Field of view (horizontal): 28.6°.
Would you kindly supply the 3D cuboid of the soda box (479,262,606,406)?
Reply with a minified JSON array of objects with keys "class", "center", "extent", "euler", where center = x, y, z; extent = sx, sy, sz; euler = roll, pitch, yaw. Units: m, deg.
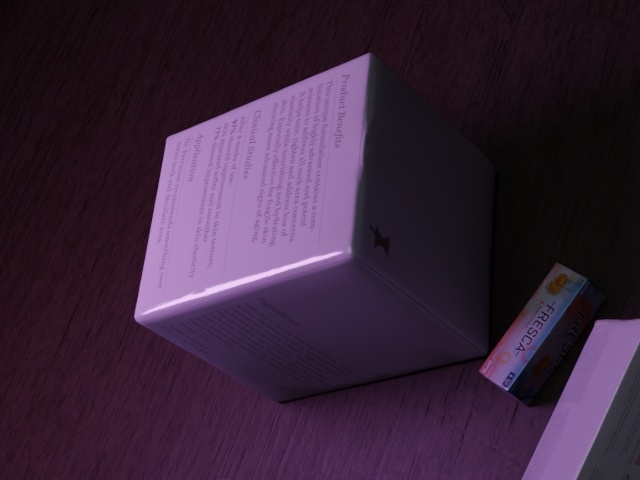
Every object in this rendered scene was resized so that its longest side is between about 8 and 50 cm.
[{"class":"soda box","center":[0.294,0.123,1.656],"extent":[0.183,0.058,0.063],"euler":[-54,41,-1]}]

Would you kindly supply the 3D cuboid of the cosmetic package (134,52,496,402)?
[{"class":"cosmetic package","center":[0.000,0.000,1.811],"extent":[0.394,0.327,0.329],"euler":[-17,52,35]}]

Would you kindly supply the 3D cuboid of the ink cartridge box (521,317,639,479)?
[{"class":"ink cartridge box","center":[0.375,0.284,1.376],"extent":[0.309,0.272,0.130],"euler":[-62,11,-12]}]
